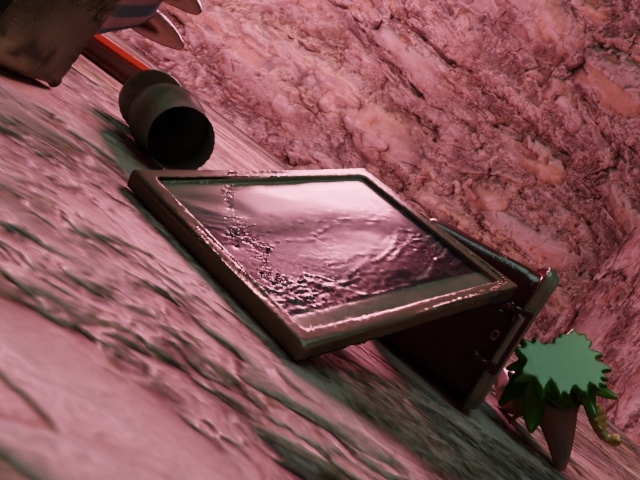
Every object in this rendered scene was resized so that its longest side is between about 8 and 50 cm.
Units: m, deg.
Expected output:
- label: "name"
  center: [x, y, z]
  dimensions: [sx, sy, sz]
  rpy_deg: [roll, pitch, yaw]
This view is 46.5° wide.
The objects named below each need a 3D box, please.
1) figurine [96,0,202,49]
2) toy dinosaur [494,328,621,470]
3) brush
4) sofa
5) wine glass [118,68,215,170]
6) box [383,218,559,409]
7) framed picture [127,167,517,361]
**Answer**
- label: "figurine"
  center: [-0.415, -0.461, 1.344]
  dimensions: [0.377, 0.266, 0.361]
  rpy_deg: [44, 0, -29]
- label: "toy dinosaur"
  center: [0.284, 0.216, 0.998]
  dimensions: [0.177, 0.152, 0.194]
  rpy_deg: [94, -27, -43]
- label: "brush"
  center: [-0.384, -0.339, 1.423]
  dimensions: [0.323, 0.051, 0.070]
  rpy_deg: [36, 6, -18]
- label: "sofa"
  center: [-0.319, -0.303, 0.746]
  dimensions: [0.225, 0.210, 0.176]
  rpy_deg: [37, 7, -1]
- label: "wine glass"
  center: [-0.188, -0.146, 0.906]
  dimensions: [0.093, 0.093, 0.202]
  rpy_deg: [35, 6, -29]
- label: "box"
  center: [0.180, 0.083, 0.963]
  dimensions: [0.167, 0.193, 0.294]
  rpy_deg: [31, 4, 13]
- label: "framed picture"
  center: [0.017, 0.001, 0.724]
  dimensions: [0.335, 0.022, 0.247]
  rpy_deg: [-6, 39, -48]
